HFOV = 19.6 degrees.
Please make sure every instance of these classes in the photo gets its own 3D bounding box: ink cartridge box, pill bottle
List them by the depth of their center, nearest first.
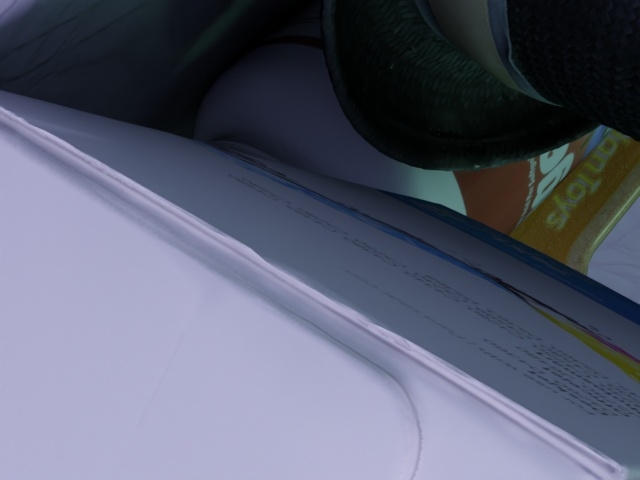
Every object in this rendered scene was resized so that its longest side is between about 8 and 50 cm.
[{"bbox_3d":[0.007,0.100,0.498,0.270,0.197,0.198,13,106,-60],"label":"ink cartridge box"},{"bbox_3d":[0.028,-0.041,0.723,0.216,0.121,0.121,-42,175,-36],"label":"pill bottle"}]

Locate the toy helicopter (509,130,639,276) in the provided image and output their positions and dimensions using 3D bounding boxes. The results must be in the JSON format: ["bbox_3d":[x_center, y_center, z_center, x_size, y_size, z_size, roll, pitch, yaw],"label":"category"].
[{"bbox_3d":[0.187,-0.075,0.930,0.355,0.235,0.140,-54,177,-1],"label":"toy helicopter"}]

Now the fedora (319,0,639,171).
[{"bbox_3d":[0.155,-0.102,0.551,0.334,0.152,0.334,-36,155,-19],"label":"fedora"}]
